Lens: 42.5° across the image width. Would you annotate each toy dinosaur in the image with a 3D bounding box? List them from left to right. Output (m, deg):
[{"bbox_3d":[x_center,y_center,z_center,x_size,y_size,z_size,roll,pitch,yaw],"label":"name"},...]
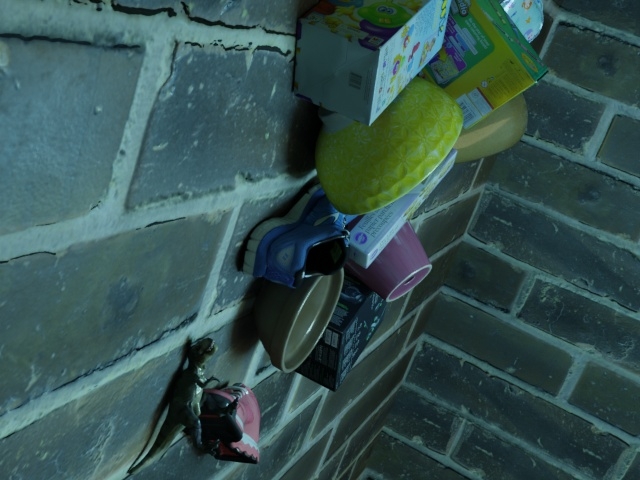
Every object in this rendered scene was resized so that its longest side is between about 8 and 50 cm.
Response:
[{"bbox_3d":[-0.213,0.294,1.390,0.268,0.118,0.064,-64,-173,1],"label":"toy dinosaur"}]

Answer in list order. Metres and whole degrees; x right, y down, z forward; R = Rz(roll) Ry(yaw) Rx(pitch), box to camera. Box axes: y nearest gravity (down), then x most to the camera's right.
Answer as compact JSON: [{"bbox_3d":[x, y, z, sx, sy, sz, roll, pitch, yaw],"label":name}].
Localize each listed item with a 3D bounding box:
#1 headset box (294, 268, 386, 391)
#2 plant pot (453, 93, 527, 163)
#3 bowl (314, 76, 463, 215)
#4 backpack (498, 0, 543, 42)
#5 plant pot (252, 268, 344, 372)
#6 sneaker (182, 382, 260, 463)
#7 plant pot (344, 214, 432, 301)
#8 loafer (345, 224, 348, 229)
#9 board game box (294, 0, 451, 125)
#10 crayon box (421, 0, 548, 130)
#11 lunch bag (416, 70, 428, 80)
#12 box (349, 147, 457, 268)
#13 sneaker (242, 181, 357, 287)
[{"bbox_3d":[0.058,0.169,1.960,0.283,0.131,0.246,-51,158,-37],"label":"headset box"},{"bbox_3d":[0.349,-0.290,2.073,0.254,0.237,0.237,-31,146,-35],"label":"plant pot"},{"bbox_3d":[0.087,-0.200,1.432,0.156,0.290,0.289,47,62,-26],"label":"bowl"},{"bbox_3d":[0.327,-0.455,1.643,0.225,0.191,0.254,-42,155,17],"label":"backpack"},{"bbox_3d":[-0.057,0.129,1.609,0.237,0.110,0.237,-54,160,-29],"label":"plant pot"},{"bbox_3d":[-0.183,0.325,1.575,0.313,0.116,0.136,78,18,-59],"label":"sneaker"},{"bbox_3d":[0.141,0.027,1.815,0.201,0.180,0.201,-33,162,-12],"label":"plant pot"},{"bbox_3d":[0.029,-0.018,1.702,0.076,0.078,0.223,-27,140,-63],"label":"loafer"},{"bbox_3d":[0.089,-0.333,1.329,0.275,0.142,0.144,-49,157,-39],"label":"board game box"},{"bbox_3d":[0.254,-0.359,1.474,0.165,0.278,0.081,-34,-175,40],"label":"crayon box"},{"bbox_3d":[0.187,-0.254,1.788,0.293,0.120,0.258,-60,166,-5],"label":"lunch bag"},{"bbox_3d":[0.167,-0.082,1.707,0.324,0.063,0.067,-48,161,-23],"label":"box"},{"bbox_3d":[0.000,0.000,1.513,0.330,0.147,0.129,-41,153,-47],"label":"sneaker"}]
